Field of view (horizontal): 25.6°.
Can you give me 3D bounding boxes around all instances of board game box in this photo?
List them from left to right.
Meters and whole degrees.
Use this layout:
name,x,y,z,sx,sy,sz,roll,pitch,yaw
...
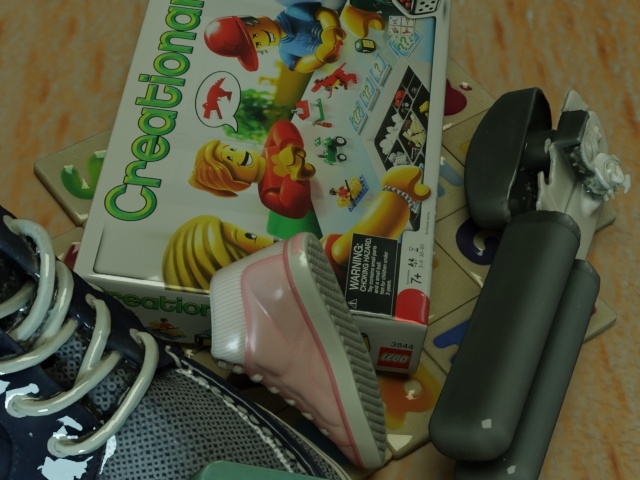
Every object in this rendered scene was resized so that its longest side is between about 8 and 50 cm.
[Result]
name,x,y,z,sx,sy,sz,roll,pitch,yaw
board game box,-0.023,-0.068,0.854,0.193,0.053,0.305,8,50,0

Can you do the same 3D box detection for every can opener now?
name,x,y,z,sx,sy,sz,roll,pitch,yaw
can opener,0.115,0.022,0.801,0.093,0.074,0.280,-8,41,31

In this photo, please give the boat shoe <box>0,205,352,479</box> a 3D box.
name,x,y,z,sx,sy,sz,roll,pitch,yaw
boat shoe,-0.133,0.065,0.668,0.340,0.158,0.127,21,56,13

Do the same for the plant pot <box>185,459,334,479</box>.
name,x,y,z,sx,sy,sz,roll,pitch,yaw
plant pot,-0.009,0.196,0.536,0.165,0.234,0.166,10,51,1

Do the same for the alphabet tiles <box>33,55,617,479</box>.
name,x,y,z,sx,sy,sz,roll,pitch,yaw
alphabet tiles,0.000,0.000,0.843,0.342,0.011,0.285,-27,59,-26

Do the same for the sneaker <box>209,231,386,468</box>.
name,x,y,z,sx,sy,sz,roll,pitch,yaw
sneaker,-0.014,0.064,0.726,0.070,0.134,0.051,-17,21,14
